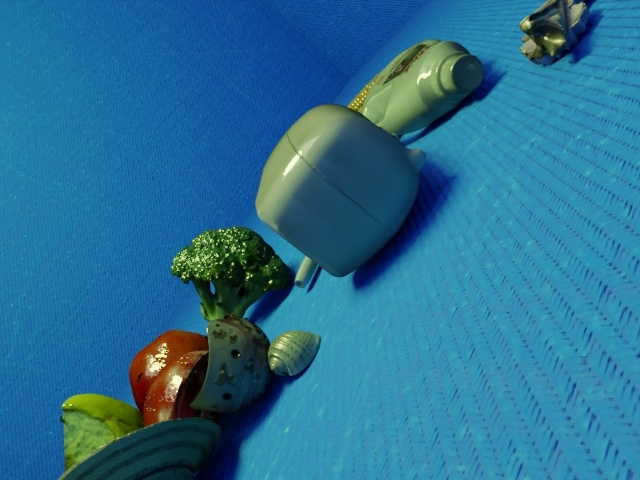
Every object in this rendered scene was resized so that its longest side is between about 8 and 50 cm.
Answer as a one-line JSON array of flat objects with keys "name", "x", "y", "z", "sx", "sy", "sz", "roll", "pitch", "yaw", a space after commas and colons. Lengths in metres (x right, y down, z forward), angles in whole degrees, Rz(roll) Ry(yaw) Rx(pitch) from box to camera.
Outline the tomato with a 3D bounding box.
[{"name": "tomato", "x": -0.235, "y": 0.267, "z": 0.855, "sx": 0.189, "sy": 0.099, "sz": 0.173, "roll": -41, "pitch": -45, "yaw": -73}]

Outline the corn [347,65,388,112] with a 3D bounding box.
[{"name": "corn", "x": 0.141, "y": -0.337, "z": 1.354, "sx": 0.344, "sy": 0.131, "sz": 0.131, "roll": -49, "pitch": 13, "yaw": -2}]

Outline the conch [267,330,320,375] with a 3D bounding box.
[{"name": "conch", "x": -0.043, "y": 0.165, "z": 0.775, "sx": 0.076, "sy": 0.056, "sz": 0.085, "roll": -12, "pitch": 40, "yaw": 50}]

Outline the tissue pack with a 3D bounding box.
[{"name": "tissue pack", "x": 0.032, "y": -0.111, "z": 0.875, "sx": 0.236, "sy": 0.229, "sz": 0.333, "roll": -50, "pitch": 14, "yaw": 12}]

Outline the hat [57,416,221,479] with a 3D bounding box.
[{"name": "hat", "x": -0.232, "y": 0.364, "z": 0.707, "sx": 0.252, "sy": 0.252, "sz": 0.110, "roll": -47, "pitch": 54, "yaw": 16}]

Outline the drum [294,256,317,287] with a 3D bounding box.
[{"name": "drum", "x": -0.010, "y": 0.006, "z": 1.095, "sx": 0.130, "sy": 0.049, "sz": 0.253, "roll": -29, "pitch": 25, "yaw": 57}]

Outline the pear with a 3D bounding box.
[{"name": "pear", "x": -0.360, "y": 0.416, "z": 0.935, "sx": 0.239, "sy": 0.139, "sz": 0.288, "roll": 127, "pitch": 137, "yaw": -77}]

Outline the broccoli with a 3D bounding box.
[{"name": "broccoli", "x": -0.194, "y": 0.100, "z": 1.178, "sx": 0.254, "sy": 0.269, "sz": 0.269, "roll": -1, "pitch": -32, "yaw": -47}]

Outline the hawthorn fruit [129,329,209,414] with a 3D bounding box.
[{"name": "hawthorn fruit", "x": -0.286, "y": 0.281, "z": 1.015, "sx": 0.185, "sy": 0.185, "sz": 0.202, "roll": -49, "pitch": 27, "yaw": 7}]

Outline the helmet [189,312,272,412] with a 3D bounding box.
[{"name": "helmet", "x": -0.126, "y": 0.202, "z": 0.822, "sx": 0.177, "sy": 0.107, "sz": 0.153, "roll": 19, "pitch": -100, "yaw": -81}]

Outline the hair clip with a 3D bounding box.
[{"name": "hair clip", "x": 0.357, "y": -0.347, "z": 0.785, "sx": 0.106, "sy": 0.084, "sz": 0.292, "roll": -44, "pitch": 9, "yaw": 47}]

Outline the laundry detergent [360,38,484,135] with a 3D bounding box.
[{"name": "laundry detergent", "x": 0.213, "y": -0.317, "z": 1.081, "sx": 0.264, "sy": 0.124, "sz": 0.398, "roll": -49, "pitch": 15, "yaw": 3}]
